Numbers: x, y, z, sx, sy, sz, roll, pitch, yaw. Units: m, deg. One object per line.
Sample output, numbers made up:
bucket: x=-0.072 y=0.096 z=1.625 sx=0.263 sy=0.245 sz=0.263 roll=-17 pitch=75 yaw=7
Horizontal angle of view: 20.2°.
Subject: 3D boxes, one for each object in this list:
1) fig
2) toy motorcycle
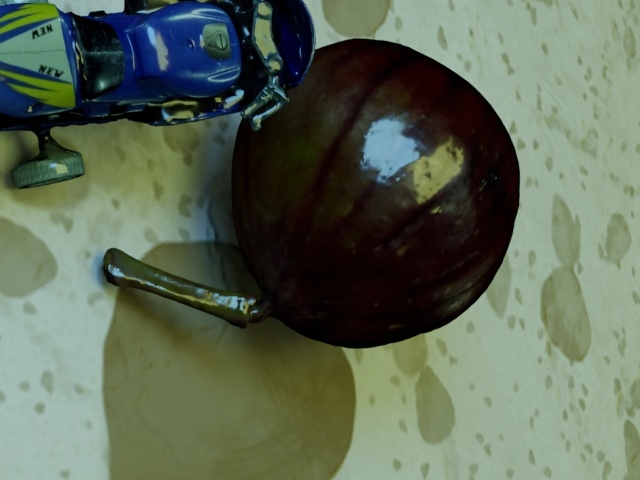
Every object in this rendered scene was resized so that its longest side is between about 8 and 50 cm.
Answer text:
fig: x=0.016 y=-0.001 z=1.141 sx=0.249 sy=0.186 sz=0.204 roll=-54 pitch=140 yaw=-35
toy motorcycle: x=-0.111 y=-0.100 z=1.012 sx=0.315 sy=0.169 sz=0.113 roll=-12 pitch=90 yaw=-53
